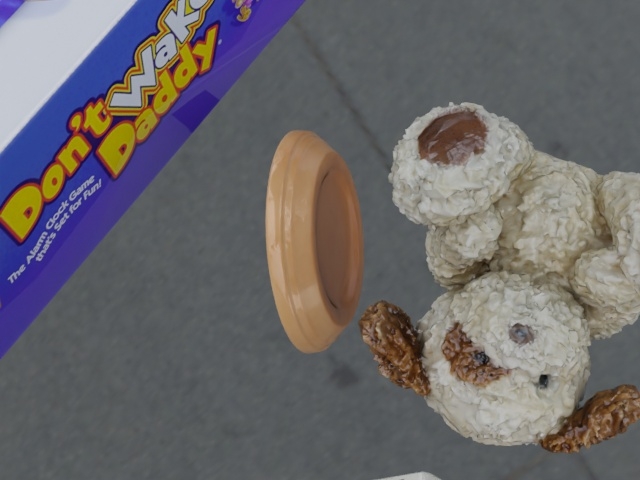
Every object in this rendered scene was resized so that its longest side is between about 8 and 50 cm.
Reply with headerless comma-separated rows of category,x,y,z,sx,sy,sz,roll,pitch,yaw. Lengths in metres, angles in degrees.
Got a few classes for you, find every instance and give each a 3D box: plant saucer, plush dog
plant saucer,0.000,0.000,1.544,0.037,0.200,0.200,-4,56,17
plush dog,0.150,0.045,1.329,0.262,0.210,0.225,21,82,-1

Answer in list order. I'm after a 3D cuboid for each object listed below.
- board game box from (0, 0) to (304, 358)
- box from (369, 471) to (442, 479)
board game box,-0.137,-0.110,0.604,0.233,0.078,0.347,29,69,24
box,0.059,0.313,1.233,0.113,0.094,0.275,34,49,-46
